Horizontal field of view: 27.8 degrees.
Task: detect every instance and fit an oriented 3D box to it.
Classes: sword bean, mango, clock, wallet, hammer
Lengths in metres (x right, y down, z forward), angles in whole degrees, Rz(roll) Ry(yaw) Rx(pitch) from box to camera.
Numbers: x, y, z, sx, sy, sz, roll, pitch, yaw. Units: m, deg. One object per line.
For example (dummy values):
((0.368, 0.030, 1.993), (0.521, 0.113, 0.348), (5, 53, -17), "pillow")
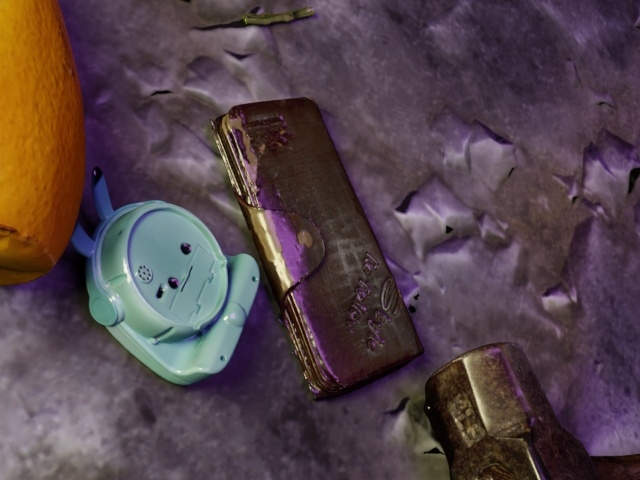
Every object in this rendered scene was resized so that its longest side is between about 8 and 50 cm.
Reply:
((-0.035, -0.184, 1.065), (0.083, 0.012, 0.012), (-19, 84, -48), "sword bean")
((-0.218, -0.106, 0.764), (0.187, 0.138, 0.257), (10, 70, -54), "mango")
((-0.112, 0.020, 0.865), (0.147, 0.045, 0.108), (41, 45, -25), "clock")
((0.000, 0.000, 0.993), (0.122, 0.031, 0.232), (-16, 82, -48), "wallet")
((0.253, 0.214, 1.078), (0.409, 0.095, 0.242), (10, 47, -51), "hammer")
